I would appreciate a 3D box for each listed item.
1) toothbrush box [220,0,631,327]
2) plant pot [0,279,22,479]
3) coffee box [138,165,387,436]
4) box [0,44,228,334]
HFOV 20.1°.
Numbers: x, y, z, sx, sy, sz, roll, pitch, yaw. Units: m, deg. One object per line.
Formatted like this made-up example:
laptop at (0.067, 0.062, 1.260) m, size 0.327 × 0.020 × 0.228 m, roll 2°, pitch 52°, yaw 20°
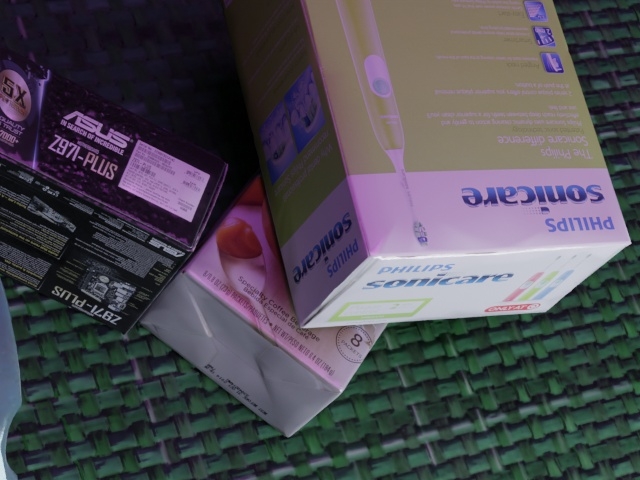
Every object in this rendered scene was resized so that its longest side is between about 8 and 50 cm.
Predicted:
toothbrush box at (0.066, -0.094, 1.265) m, size 0.206 × 0.122 × 0.283 m, roll -3°, pitch 65°, yaw -28°
plant pot at (-0.363, 0.092, 0.971) m, size 0.334 × 0.341 × 0.341 m, roll -4°, pitch 66°, yaw -36°
coffee box at (0.000, 0.000, 1.319) m, size 0.141 × 0.098 × 0.246 m, roll 38°, pitch 54°, yaw -4°
box at (-0.175, -0.031, 1.220) m, size 0.180 × 0.147 × 0.077 m, roll 27°, pitch 56°, yaw -11°
